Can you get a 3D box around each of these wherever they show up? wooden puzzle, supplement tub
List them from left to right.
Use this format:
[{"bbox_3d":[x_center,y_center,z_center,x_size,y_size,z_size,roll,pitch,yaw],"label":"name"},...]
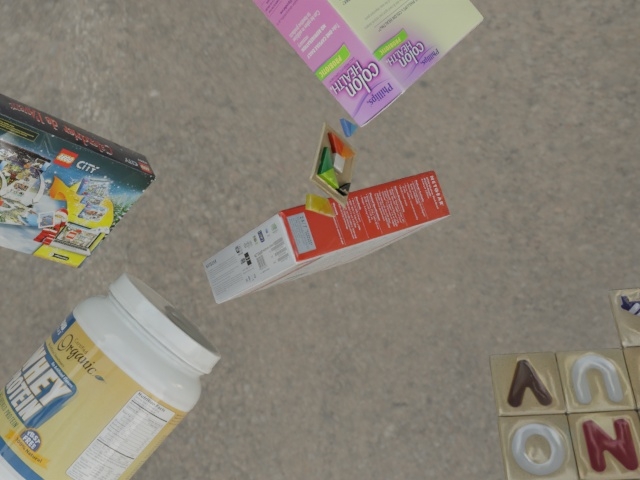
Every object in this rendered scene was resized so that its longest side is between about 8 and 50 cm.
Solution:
[{"bbox_3d":[-0.203,0.143,0.779,0.200,0.144,0.144,-49,117,-5],"label":"supplement tub"},{"bbox_3d":[0.016,-0.076,0.860,0.078,0.014,0.117,30,64,-52],"label":"wooden puzzle"}]

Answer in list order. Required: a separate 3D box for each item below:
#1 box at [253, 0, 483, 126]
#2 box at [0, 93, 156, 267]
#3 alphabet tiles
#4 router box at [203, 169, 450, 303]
[{"bbox_3d":[0.066,-0.325,1.173,0.243,0.117,0.213,48,57,-5],"label":"box"},{"bbox_3d":[-0.323,-0.063,0.936,0.159,0.044,0.233,-47,142,17],"label":"box"},{"bbox_3d":[0.219,0.110,0.462,0.237,0.198,0.009,-3,145,3],"label":"alphabet tiles"},{"bbox_3d":[0.000,0.000,1.417,0.301,0.335,0.082,-17,84,-31],"label":"router box"}]
